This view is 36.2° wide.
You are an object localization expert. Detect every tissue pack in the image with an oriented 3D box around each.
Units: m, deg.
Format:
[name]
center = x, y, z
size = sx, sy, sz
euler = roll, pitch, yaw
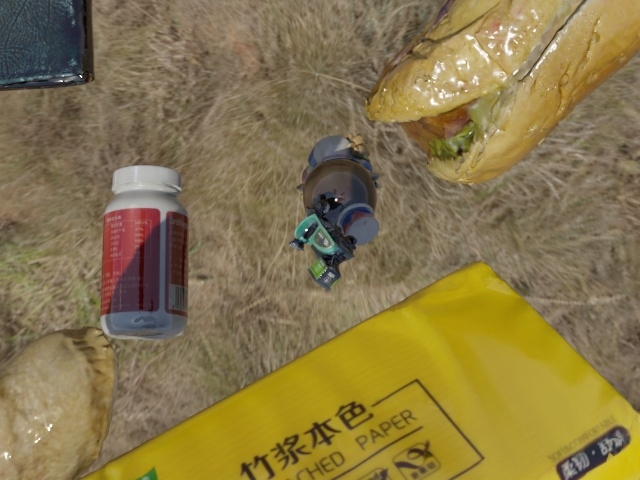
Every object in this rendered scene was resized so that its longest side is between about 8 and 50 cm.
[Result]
[tissue pack]
center = 0.023, 0.239, 0.704
size = 0.382, 0.228, 0.293
euler = -29, 135, -14

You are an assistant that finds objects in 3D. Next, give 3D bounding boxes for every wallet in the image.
[wallet]
center = -0.247, -0.256, 0.734
size = 0.172, 0.045, 0.318
euler = -6, 76, 9

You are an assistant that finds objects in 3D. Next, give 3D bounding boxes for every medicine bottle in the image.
[medicine bottle]
center = -0.264, 0.021, 1.479
size = 0.131, 0.131, 0.250
euler = -2, 77, 0

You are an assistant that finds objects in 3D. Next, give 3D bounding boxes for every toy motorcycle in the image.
[toy motorcycle]
center = 0.000, 0.000, 1.677
size = 0.100, 0.173, 0.058
euler = -47, 129, 11

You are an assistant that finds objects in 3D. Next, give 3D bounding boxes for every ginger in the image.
[ginger]
center = -0.306, 0.216, 0.867
size = 0.354, 0.126, 0.190
euler = -47, 141, -2

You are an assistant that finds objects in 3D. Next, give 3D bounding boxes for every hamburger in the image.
[hamburger]
center = 0.158, -0.144, 0.652
size = 0.124, 0.131, 0.262
euler = 40, 99, -12

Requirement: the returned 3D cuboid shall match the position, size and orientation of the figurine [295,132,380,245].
[figurine]
center = 0.039, -0.090, 1.864
size = 0.161, 0.275, 0.158
euler = -11, 119, 6
